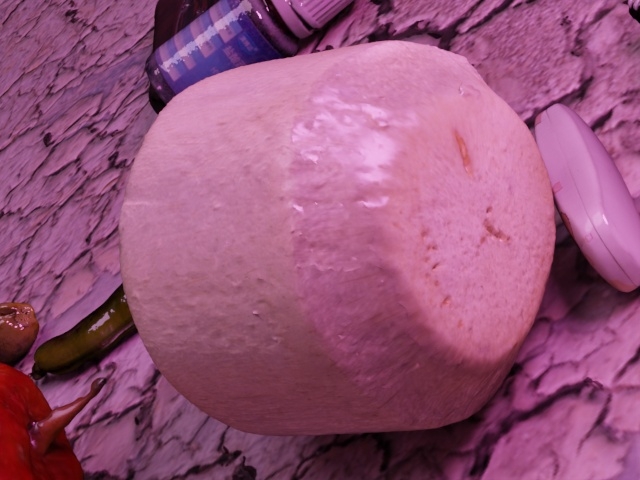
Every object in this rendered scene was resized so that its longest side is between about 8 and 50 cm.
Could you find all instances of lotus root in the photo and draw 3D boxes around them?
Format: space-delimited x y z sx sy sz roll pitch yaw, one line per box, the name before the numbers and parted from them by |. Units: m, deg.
lotus root | -0.287 0.088 1.446 0.099 0.049 0.054 -27 40 25

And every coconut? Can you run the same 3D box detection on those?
coconut | 0.000 0.000 1.002 0.266 0.237 0.237 -12 41 42

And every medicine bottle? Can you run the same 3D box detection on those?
medicine bottle | -0.060 -0.193 1.507 0.203 0.083 0.083 -37 28 13

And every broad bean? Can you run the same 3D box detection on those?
broad bean | -0.156 0.046 1.348 0.227 0.039 0.069 -38 23 10

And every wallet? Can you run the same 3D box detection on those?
wallet | -0.102 -0.234 1.660 0.182 0.049 0.229 -37 27 17

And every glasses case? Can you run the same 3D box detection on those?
glasses case | 0.165 -0.029 1.011 0.041 0.063 0.164 -32 30 14

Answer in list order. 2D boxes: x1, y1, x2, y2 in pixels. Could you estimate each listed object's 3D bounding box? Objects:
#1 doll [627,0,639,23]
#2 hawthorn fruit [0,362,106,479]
doll | 0.265 -0.142 1.040 0.091 0.067 0.219 -47 22 -1
hawthorn fruit | -0.239 0.166 1.140 0.243 0.207 0.207 -32 30 11
